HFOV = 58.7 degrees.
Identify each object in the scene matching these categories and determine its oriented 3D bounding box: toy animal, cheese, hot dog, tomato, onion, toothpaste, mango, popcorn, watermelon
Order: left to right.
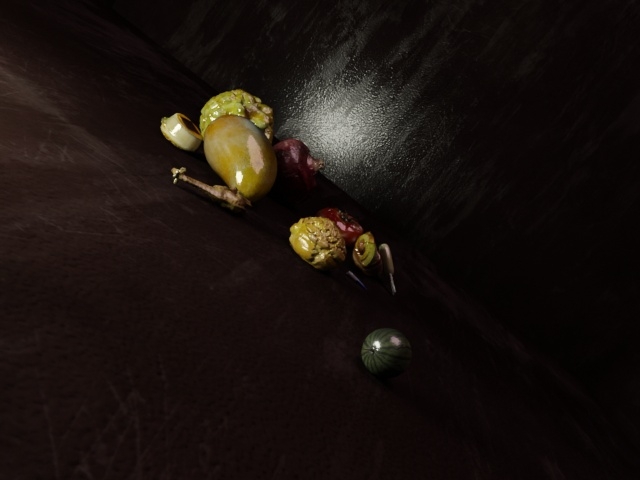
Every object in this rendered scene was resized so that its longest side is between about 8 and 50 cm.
[{"bbox_3d":[-0.276,-0.128,1.501,0.149,0.054,0.275,40,12,22],"label":"toy animal"},{"bbox_3d":[-0.308,-0.413,2.073,0.282,0.247,0.282,29,22,-13],"label":"popcorn"},{"bbox_3d":[-0.248,-0.259,1.769,0.221,0.199,0.384,41,18,-42],"label":"mango"},{"bbox_3d":[-0.090,-0.258,2.109,0.252,0.219,0.251,-7,90,-80],"label":"onion"},{"bbox_3d":[0.089,-0.059,2.257,0.228,0.101,0.228,35,15,-11],"label":"tomato"},{"bbox_3d":[0.117,0.127,1.805,0.083,0.015,0.024,41,9,-13],"label":"toothpaste"},{"bbox_3d":[0.160,0.057,1.991,0.261,0.093,0.123,65,2,-57],"label":"hot dog"},{"bbox_3d":[0.130,0.233,1.185,0.133,0.105,0.105,17,23,-48],"label":"watermelon"},{"bbox_3d":[0.245,0.110,2.042,0.097,0.038,0.192,81,-1,-59],"label":"cheese"}]

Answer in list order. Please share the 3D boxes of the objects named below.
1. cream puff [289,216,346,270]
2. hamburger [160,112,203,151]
[{"bbox_3d":[0.000,0.000,1.656,0.189,0.129,0.189,39,12,-10],"label":"cream puff"},{"bbox_3d":[-0.434,-0.334,1.763,0.141,0.081,0.126,51,13,1],"label":"hamburger"}]
